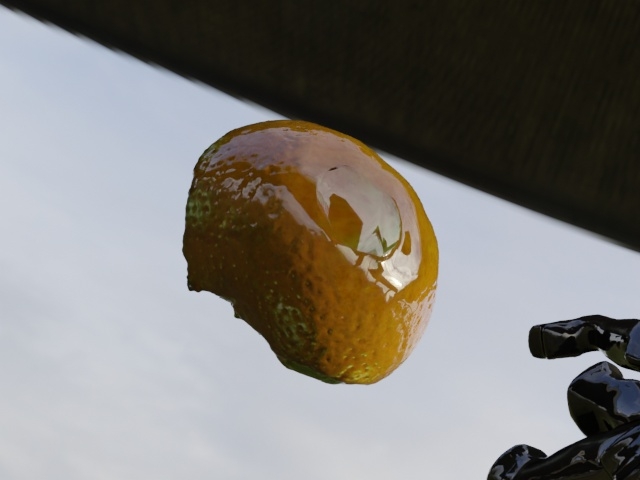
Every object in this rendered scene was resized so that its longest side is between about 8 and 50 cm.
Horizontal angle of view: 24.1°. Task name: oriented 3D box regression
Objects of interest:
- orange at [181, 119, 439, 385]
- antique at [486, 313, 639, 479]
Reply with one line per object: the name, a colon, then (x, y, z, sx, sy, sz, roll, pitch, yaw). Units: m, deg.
orange: (0.007, -0.004, 1.722, 0.334, 0.262, 0.196, 49, -51, 6)
antique: (0.268, 0.216, 1.147, 0.185, 0.322, 0.255, -3, -2, -30)
